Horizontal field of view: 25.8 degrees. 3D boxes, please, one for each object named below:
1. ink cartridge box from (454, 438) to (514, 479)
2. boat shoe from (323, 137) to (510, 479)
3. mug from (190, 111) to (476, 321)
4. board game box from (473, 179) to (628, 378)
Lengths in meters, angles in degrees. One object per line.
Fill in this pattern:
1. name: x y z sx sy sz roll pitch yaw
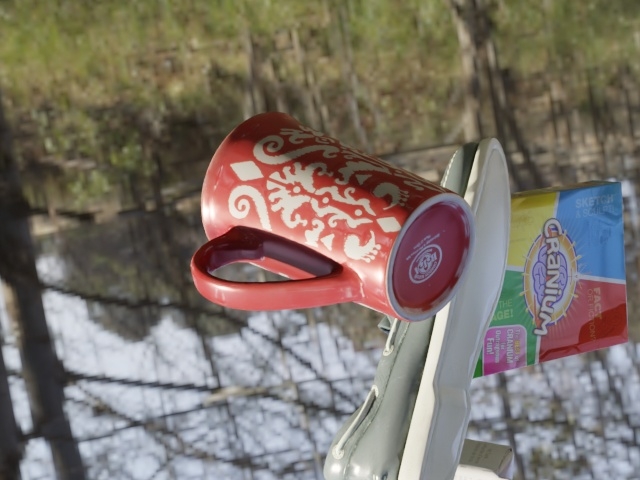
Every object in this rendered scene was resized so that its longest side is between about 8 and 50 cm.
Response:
1. ink cartridge box: 0.162 0.321 1.297 0.239 0.275 0.060 7 -158 19
2. boat shoe: 0.080 0.062 1.136 0.099 0.319 0.116 8 167 26
3. mug: 0.006 0.002 0.962 0.169 0.150 0.113 23 169 39
4. board game box: 0.292 0.050 1.960 0.316 0.242 0.064 -10 -171 -31
